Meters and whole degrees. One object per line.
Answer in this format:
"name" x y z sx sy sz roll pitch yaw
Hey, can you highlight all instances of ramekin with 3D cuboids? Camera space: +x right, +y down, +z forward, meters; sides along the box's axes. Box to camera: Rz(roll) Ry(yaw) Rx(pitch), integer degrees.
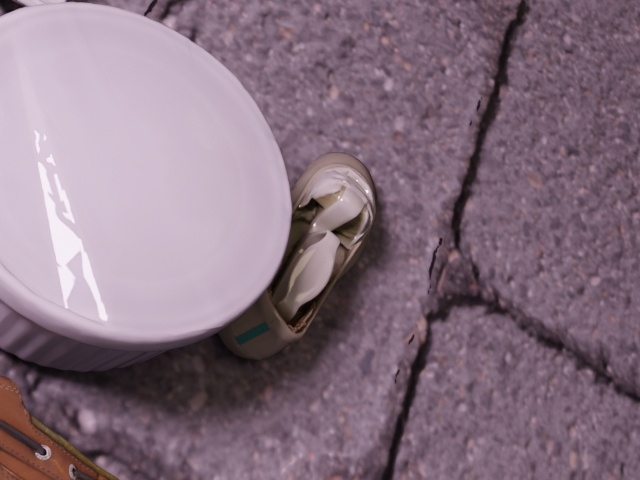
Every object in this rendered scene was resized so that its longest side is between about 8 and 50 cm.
"ramekin" -0.168 -0.029 0.988 0.272 0.127 0.273 16 57 -27

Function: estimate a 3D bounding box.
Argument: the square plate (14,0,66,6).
"square plate" -0.327 -0.380 1.129 0.344 0.049 0.347 27 53 -18

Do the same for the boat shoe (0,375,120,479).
"boat shoe" -0.244 0.133 0.871 0.307 0.110 0.104 44 45 -18

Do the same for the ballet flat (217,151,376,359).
"ballet flat" 0.000 0.000 1.114 0.086 0.086 0.248 39 50 -9
